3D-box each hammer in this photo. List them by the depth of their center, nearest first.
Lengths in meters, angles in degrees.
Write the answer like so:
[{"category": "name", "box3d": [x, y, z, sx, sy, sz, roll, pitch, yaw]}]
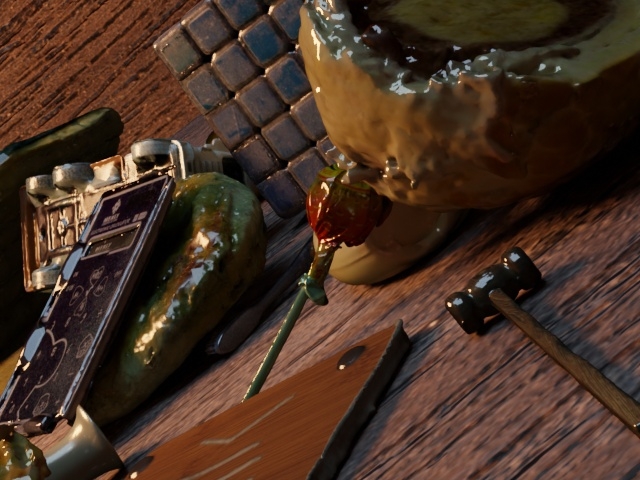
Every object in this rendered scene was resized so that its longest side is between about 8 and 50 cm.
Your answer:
[{"category": "hammer", "box3d": [0.122, 0.053, 0.782, 0.058, 0.029, 0.292, -40, 13, 1]}]

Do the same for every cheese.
[{"category": "cheese", "box3d": [0.047, -0.023, 1.219, 0.137, 0.064, 0.227, -38, 10, -9]}]

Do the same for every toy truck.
[{"category": "toy truck", "box3d": [-0.197, -0.021, 1.669, 0.162, 0.136, 0.305, 2, -10, -44]}]

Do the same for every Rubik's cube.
[{"category": "Rubik's cube", "box3d": [0.013, -0.202, 1.569, 0.237, 0.237, 0.238, -31, 8, 33]}]

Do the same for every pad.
[{"category": "pad", "box3d": [-0.087, 0.177, 0.956, 0.286, 0.018, 0.284, -31, 13, 36]}]

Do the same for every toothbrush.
[{"category": "toothbrush", "box3d": [0.002, 0.000, 1.367, 0.031, 0.023, 0.321, -12, 28, 52]}]

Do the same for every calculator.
[{"category": "calculator", "box3d": [-0.216, 0.059, 1.380, 0.166, 0.028, 0.274, -18, 45, 55]}]

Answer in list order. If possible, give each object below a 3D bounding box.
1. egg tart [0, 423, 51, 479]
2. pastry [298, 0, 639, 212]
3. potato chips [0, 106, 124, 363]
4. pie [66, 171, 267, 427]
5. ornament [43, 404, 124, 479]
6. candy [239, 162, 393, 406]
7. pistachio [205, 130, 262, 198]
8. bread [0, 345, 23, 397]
[{"category": "egg tart", "box3d": [-0.310, 0.230, 1.016, 0.295, 0.116, 0.295, -32, 32, 23]}, {"category": "pastry", "box3d": [0.125, -0.106, 1.048, 0.237, 0.170, 0.256, 17, 30, 29]}, {"category": "potato chips", "box3d": [-0.370, 0.023, 1.863, 0.429, 0.070, 0.358, -45, -26, -40]}, {"category": "pie", "box3d": [-0.157, 0.050, 1.402, 0.277, 0.078, 0.277, -38, 24, 20]}, {"category": "ornament", "box3d": [-0.232, 0.197, 1.170, 0.156, 0.081, 0.075, -37, -5, -13]}, {"category": "candy", "box3d": [-0.011, 0.034, 1.089, 0.201, 0.060, 0.060, -64, 10, 4]}, {"category": "pistachio", "box3d": [-0.082, -0.118, 1.895, 0.110, 0.100, 0.189, -38, 9, 18]}, {"category": "bread", "box3d": [-0.293, 0.132, 1.664, 0.207, 0.056, 0.286, -39, 11, -15]}]
